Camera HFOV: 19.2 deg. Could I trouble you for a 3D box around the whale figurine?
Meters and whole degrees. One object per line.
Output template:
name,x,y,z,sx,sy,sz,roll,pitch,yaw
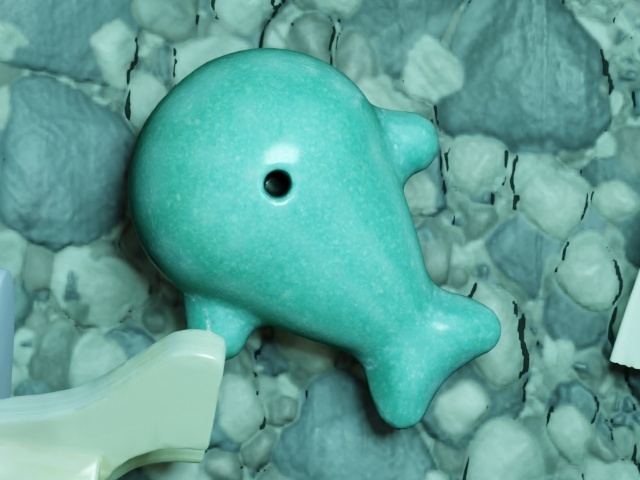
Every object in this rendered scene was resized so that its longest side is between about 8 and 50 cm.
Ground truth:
whale figurine,0.000,0.000,1.216,0.216,0.141,0.272,-43,95,-5

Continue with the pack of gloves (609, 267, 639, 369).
pack of gloves,0.310,-0.006,1.312,0.195,0.046,0.232,16,92,-18

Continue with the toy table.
toy table,-0.153,0.151,1.160,0.160,0.252,0.274,9,134,-3
